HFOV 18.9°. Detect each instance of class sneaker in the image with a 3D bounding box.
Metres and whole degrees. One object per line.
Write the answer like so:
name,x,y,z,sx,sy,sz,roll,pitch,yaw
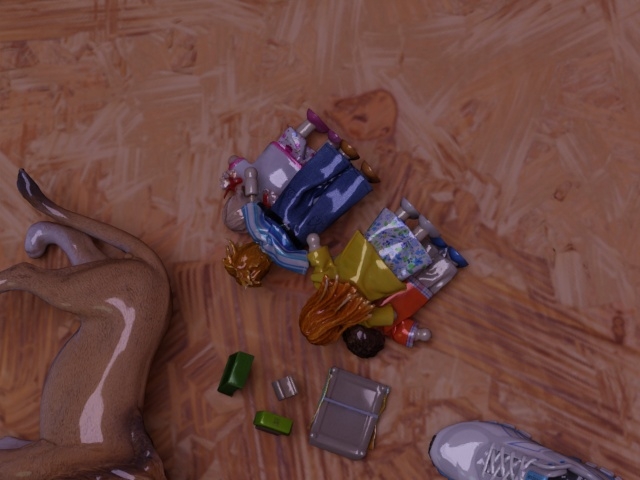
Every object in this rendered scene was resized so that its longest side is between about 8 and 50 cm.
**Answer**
sneaker,0.188,0.207,1.725,0.190,0.083,0.071,16,85,13

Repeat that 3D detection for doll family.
doll family,0.000,0.000,1.769,0.163,0.118,0.263,-45,77,0

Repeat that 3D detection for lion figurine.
lion figurine,-0.205,0.134,1.765,0.240,0.142,0.392,4,89,23

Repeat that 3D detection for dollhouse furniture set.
dollhouse furniture set,-0.018,0.151,1.798,0.151,0.058,0.076,20,77,-7
